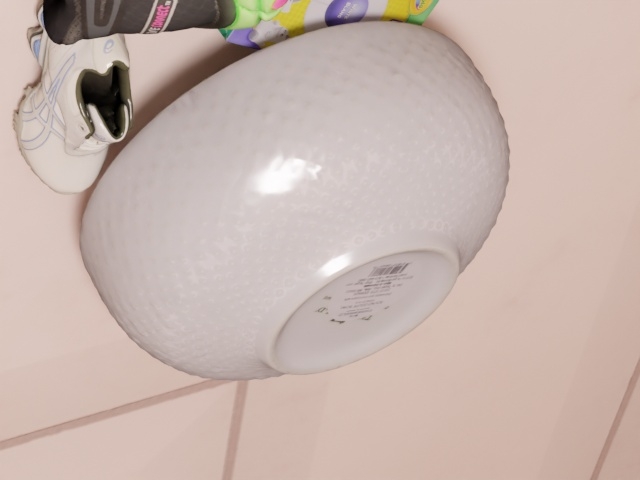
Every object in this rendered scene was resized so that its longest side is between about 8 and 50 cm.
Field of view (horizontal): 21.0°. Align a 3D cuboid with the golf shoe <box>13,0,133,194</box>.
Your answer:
[{"bbox_3d":[-0.161,-0.082,1.164,0.069,0.086,0.176,-18,143,-24],"label":"golf shoe"}]

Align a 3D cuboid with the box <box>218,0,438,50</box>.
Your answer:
[{"bbox_3d":[0.017,-0.174,1.233,0.179,0.043,0.105,7,128,-44],"label":"box"}]

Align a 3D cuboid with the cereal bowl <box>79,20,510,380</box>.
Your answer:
[{"bbox_3d":[0.000,0.000,1.291,0.339,0.141,0.339,-22,152,-12],"label":"cereal bowl"}]

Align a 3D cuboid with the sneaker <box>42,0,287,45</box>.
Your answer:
[{"bbox_3d":[-0.177,-0.262,0.854,0.202,0.185,0.482,-18,133,15],"label":"sneaker"}]
